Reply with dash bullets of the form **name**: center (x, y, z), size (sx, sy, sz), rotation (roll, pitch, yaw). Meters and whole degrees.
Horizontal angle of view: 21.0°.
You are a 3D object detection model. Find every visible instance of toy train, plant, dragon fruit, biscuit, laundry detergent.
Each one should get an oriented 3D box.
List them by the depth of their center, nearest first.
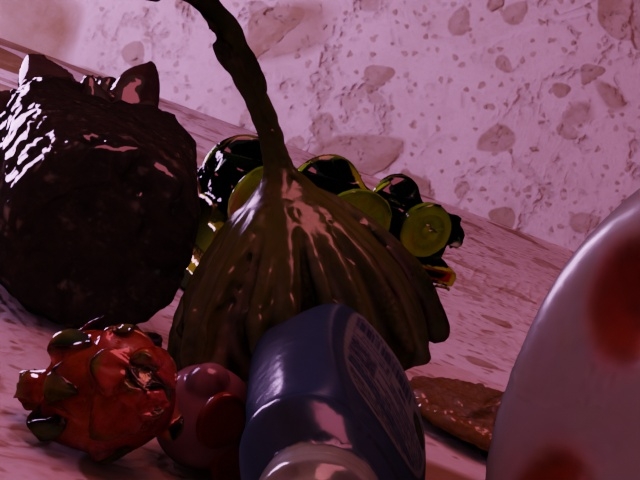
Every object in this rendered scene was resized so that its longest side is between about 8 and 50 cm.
- **laundry detergent**: center (0.005, 0.131, 1.000), size (0.094, 0.143, 0.290), rotation (-22, 7, 8)
- **dragon fruit**: center (-0.138, 0.093, 1.051), size (0.116, 0.086, 0.081), rotation (-15, -35, 25)
- **plant**: center (-0.005, -0.030, 1.247), size (0.180, 0.333, 0.251), rotation (9, 16, 25)
- **plant**: center (-0.197, -0.053, 1.419), size (0.181, 0.194, 0.321), rotation (21, 11, -22)
- **biscuit**: center (0.169, 0.161, 1.472), size (0.220, 0.033, 0.220), rotation (19, 7, -3)
- **toy train**: center (0.000, 0.000, 1.665), size (0.296, 0.160, 0.100), rotation (13, 16, -30)

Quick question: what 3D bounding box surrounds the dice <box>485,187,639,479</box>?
- **dice**: center (0.292, 0.136, 1.019), size (0.304, 0.304, 0.277), rotation (13, 12, -39)

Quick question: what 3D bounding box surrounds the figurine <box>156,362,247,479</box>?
- **figurine**: center (-0.073, 0.111, 1.094), size (0.067, 0.083, 0.071), rotation (-13, 36, -18)
